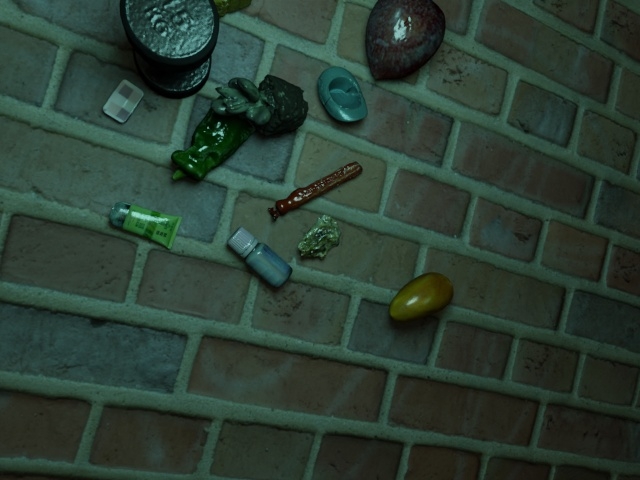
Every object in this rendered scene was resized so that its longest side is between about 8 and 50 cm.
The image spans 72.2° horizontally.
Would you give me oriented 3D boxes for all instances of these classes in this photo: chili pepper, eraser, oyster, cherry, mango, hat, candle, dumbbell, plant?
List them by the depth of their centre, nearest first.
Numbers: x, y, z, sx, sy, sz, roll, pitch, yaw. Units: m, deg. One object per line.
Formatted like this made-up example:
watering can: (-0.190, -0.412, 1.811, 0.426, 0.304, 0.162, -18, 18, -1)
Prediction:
dumbbell: (-0.360, -0.484, 1.071, 0.203, 0.322, 0.204, -1, 94, -17)
eraser: (-0.528, -0.372, 1.180, 0.065, 0.026, 0.105, 32, 83, -19)
plant: (-0.161, -0.361, 1.180, 0.274, 0.146, 0.149, -11, 65, -53)
chili pepper: (-0.312, -0.264, 1.219, 0.270, 0.099, 0.136, -52, 131, -15)
cherry: (0.248, -0.619, 1.321, 0.230, 0.203, 0.300, 27, 99, -18)
hat: (0.063, -0.430, 1.339, 0.138, 0.078, 0.191, -18, 79, -24)
candle: (-0.012, -0.160, 1.342, 0.329, 0.048, 0.051, -30, 114, -15)
oyster: (0.001, 0.002, 1.352, 0.165, 0.053, 0.108, -45, 115, -18)
mango: (0.318, 0.187, 1.414, 0.252, 0.154, 0.126, -22, 92, -29)

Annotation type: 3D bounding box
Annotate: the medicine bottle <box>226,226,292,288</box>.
medicine bottle: (-0.178, 0.048, 1.280, 0.203, 0.083, 0.083, 44, 80, -16)

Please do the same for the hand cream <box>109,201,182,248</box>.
hand cream: (-0.480, -0.049, 1.201, 0.174, 0.046, 0.095, 21, 84, -19)

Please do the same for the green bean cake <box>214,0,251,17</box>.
green bean cake: (-0.309, -0.720, 1.175, 0.224, 0.131, 0.230, -28, 100, -14)
